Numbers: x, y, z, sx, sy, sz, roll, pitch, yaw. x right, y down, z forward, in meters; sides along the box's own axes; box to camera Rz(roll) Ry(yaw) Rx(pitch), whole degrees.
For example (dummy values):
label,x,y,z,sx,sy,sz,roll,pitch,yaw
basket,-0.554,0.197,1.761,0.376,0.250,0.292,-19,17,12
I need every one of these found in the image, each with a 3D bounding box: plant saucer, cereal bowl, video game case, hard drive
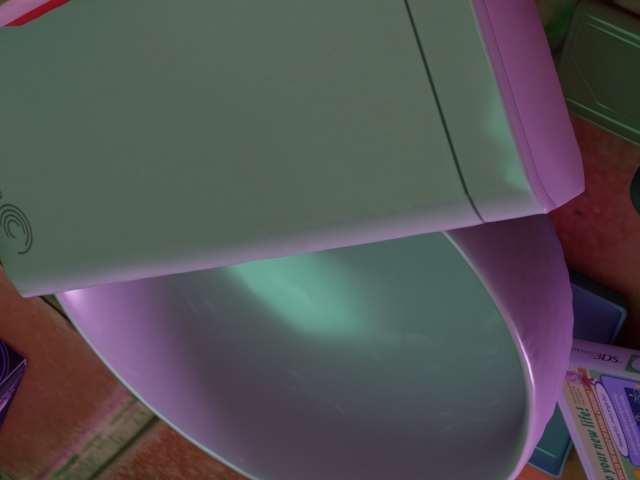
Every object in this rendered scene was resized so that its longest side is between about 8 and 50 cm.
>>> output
label,x,y,z,sx,sy,sz,roll,pitch,yaw
plant saucer,0.143,0.081,1.139,0.067,0.018,0.192,27,142,13
cereal bowl,0.000,0.000,1.058,0.339,0.141,0.339,23,140,21
video game case,0.246,0.143,1.094,0.193,0.023,0.212,10,145,31
hard drive,-0.061,-0.103,0.864,0.353,0.047,0.233,-9,103,43

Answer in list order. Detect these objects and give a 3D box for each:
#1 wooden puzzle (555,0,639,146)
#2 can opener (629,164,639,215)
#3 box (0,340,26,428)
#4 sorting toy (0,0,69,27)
label,x,y,z,sx,sy,sz,roll,pitch,yaw
wooden puzzle,0.158,-0.087,0.945,0.116,0.014,0.078,32,140,7
can opener,0.268,-0.029,0.843,0.283,0.095,0.076,-18,118,41
box,-0.378,0.162,1.557,0.165,0.143,0.270,36,145,3
sorting toy,-0.207,-0.200,0.859,0.257,0.089,0.255,-19,84,42
